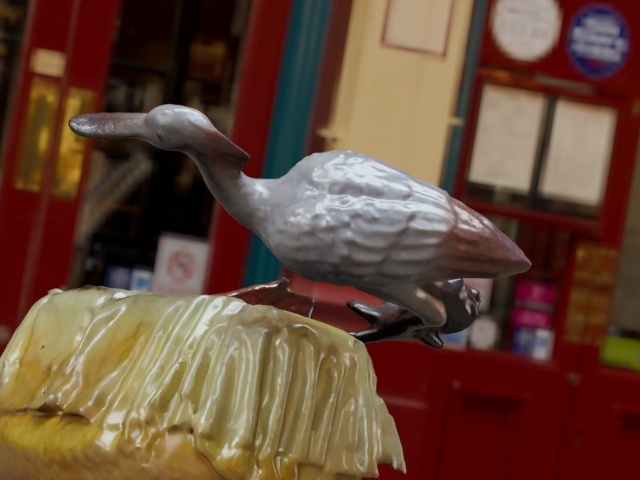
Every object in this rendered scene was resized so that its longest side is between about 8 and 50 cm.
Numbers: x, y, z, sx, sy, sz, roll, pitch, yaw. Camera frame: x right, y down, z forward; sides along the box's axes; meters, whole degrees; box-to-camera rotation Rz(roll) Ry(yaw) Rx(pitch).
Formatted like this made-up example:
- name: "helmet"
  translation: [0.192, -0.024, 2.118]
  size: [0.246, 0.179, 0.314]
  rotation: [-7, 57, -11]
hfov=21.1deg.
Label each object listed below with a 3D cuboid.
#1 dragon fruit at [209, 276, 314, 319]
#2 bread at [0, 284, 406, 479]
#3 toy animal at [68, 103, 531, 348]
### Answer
- name: "dragon fruit"
  translation: [-0.183, 0.173, 1.739]
  size: [0.329, 0.286, 0.228]
  rotation: [8, -8, -38]
- name: "bread"
  translation: [-0.120, 0.140, 1.324]
  size: [0.236, 0.183, 0.389]
  rotation: [21, -15, -27]
- name: "toy animal"
  translation: [0.004, -0.012, 1.169]
  size: [0.324, 0.090, 0.195]
  rotation: [33, -33, -29]
